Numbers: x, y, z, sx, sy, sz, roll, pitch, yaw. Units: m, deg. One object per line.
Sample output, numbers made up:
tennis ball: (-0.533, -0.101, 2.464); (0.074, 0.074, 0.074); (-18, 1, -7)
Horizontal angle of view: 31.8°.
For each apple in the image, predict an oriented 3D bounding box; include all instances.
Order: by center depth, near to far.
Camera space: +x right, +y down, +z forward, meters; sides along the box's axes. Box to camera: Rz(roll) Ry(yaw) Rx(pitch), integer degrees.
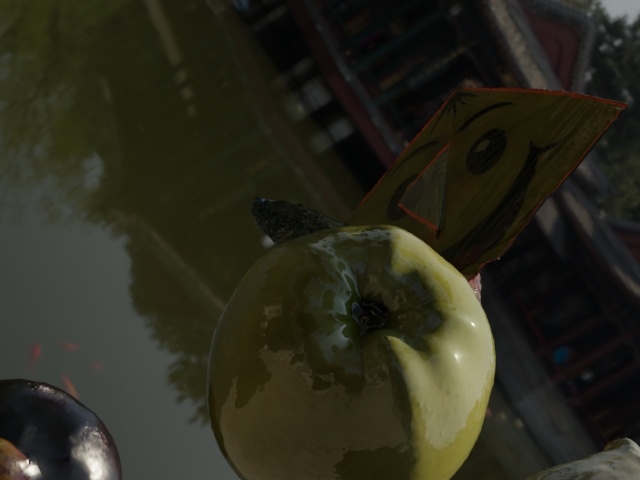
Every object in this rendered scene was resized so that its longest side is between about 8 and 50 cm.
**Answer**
apple: (0.019, 0.081, 0.714); (0.200, 0.200, 0.200); (56, 8, -12)

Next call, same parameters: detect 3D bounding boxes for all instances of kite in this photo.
kite: (0.121, -0.053, 1.053); (0.013, 0.377, 0.327); (42, 35, -23)

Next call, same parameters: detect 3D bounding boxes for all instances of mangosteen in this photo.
mangosteen: (-0.310, 0.247, 1.086); (0.211, 0.211, 0.250); (56, 21, -8)

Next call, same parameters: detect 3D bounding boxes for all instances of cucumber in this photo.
cucumber: (0.001, -0.001, 0.911); (0.257, 0.043, 0.044); (-155, -121, -62)

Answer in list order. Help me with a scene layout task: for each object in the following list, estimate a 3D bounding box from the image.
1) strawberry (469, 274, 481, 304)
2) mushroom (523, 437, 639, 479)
strawberry: (0.075, 0.143, 1.524); (0.292, 0.343, 0.292); (160, -90, -90)
mushroom: (0.112, 0.241, 0.705); (0.109, 0.351, 0.097); (31, -38, 26)
